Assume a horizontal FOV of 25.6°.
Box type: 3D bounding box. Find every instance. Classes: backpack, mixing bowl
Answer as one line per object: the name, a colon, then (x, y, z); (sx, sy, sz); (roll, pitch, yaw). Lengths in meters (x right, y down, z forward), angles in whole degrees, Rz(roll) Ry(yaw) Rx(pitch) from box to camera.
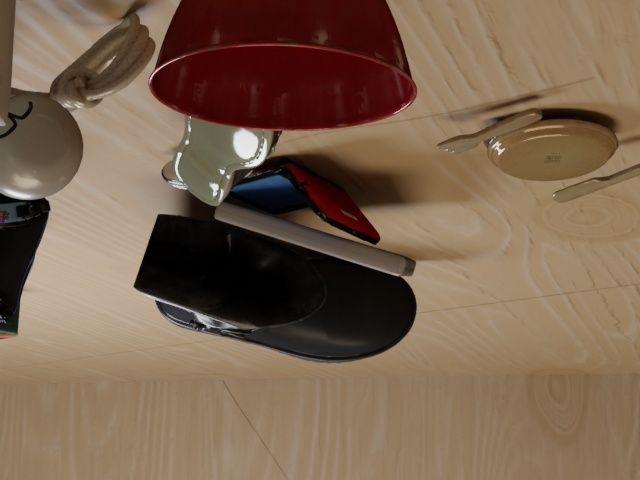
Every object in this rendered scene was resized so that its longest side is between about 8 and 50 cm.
backpack: (-0.395, -0.005, 1.524); (0.173, 0.158, 0.117); (19, -179, -15)
mixing bowl: (-0.025, -0.146, 0.961); (0.181, 0.098, 0.181); (0, 167, 0)

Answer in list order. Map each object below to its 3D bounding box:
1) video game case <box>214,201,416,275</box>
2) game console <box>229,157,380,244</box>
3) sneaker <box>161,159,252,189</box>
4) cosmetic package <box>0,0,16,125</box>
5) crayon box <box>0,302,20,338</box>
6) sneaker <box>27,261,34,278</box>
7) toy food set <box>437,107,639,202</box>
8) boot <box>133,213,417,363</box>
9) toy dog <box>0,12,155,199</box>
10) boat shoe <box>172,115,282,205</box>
video game case: (0.000, 0.000, 1.589); (0.212, 0.023, 0.193); (18, -179, 7)
game console: (-0.023, -0.029, 1.517); (0.085, 0.124, 0.144); (-44, 153, 13)
sneaker: (-0.119, -0.081, 1.425); (0.109, 0.040, 0.044); (-11, 147, 31)
cosmetic package: (-0.367, -0.164, 0.783); (0.365, 0.155, 0.197); (1, 165, 4)
crayon box: (-0.660, 0.116, 2.251); (0.318, 0.081, 0.202); (-8, 165, 36)
sneaker: (-0.490, 0.034, 1.852); (0.161, 0.102, 0.282); (11, 154, -25)
toy food set: (0.217, -0.094, 1.346); (0.192, 0.039, 0.132); (19, 151, -41)
boot: (-0.035, 0.061, 1.746); (0.367, 0.146, 0.445); (3, 170, -4)
toy dog: (-0.303, -0.101, 1.065); (0.333, 0.220, 0.161); (-19, 126, 39)
boat shoe: (-0.075, -0.101, 1.252); (0.081, 0.069, 0.228); (43, 156, -3)
